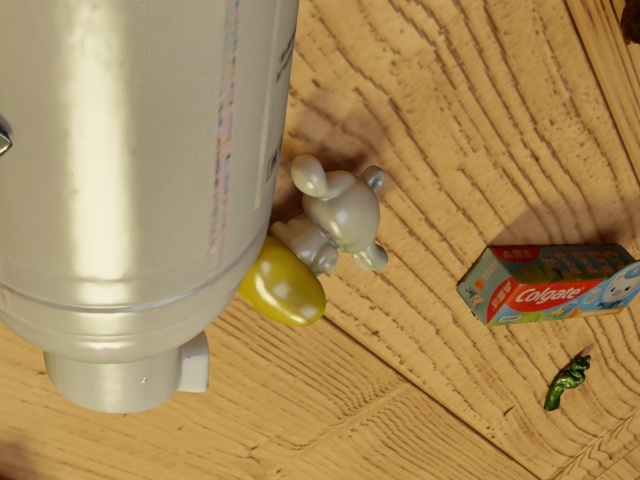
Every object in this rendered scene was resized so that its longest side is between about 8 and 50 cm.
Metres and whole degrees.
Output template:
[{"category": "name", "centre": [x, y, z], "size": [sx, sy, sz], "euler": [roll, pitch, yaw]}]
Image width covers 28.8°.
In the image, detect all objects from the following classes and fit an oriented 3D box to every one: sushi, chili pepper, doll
[{"category": "sushi", "centre": [0.225, -0.140, 0.791], "size": [0.099, 0.047, 0.050], "euler": [-16, 142, -37]}, {"category": "chili pepper", "centre": [0.246, 0.143, 1.251], "size": [0.027, 0.022, 0.083], "euler": [16, 131, -14]}, {"category": "doll", "centre": [-0.002, -0.003, 0.742], "size": [0.113, 0.071, 0.135], "euler": [-32, 147, -23]}]

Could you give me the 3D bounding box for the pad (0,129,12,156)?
[{"category": "pad", "centre": [-0.242, -0.009, 0.421], "size": [0.243, 0.004, 0.164], "euler": [-35, 130, 28]}]

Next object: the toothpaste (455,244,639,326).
[{"category": "toothpaste", "centre": [0.198, 0.027, 1.007], "size": [0.193, 0.044, 0.070], "euler": [-1, 134, -46]}]

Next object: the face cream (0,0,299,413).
[{"category": "face cream", "centre": [-0.089, -0.032, 0.520], "size": [0.145, 0.145, 0.369], "euler": [-22, 146, -23]}]
